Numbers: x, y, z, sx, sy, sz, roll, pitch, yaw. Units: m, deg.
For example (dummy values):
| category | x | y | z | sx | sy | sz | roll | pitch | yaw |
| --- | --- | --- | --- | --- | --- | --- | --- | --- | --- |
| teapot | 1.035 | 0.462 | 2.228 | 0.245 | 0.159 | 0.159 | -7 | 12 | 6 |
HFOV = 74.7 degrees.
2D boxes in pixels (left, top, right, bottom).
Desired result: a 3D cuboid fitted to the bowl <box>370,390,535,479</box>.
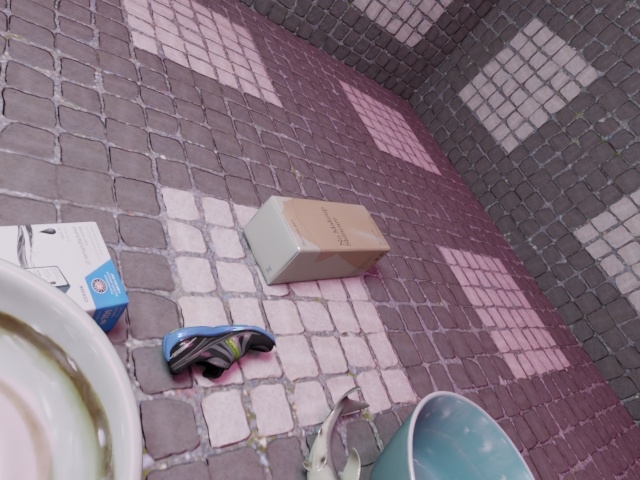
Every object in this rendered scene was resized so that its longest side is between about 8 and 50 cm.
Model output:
| category | x | y | z | sx | sy | sz | roll | pitch | yaw |
| --- | --- | --- | --- | --- | --- | --- | --- | --- | --- |
| bowl | 0.196 | 0.418 | 0.654 | 0.312 | 0.163 | 0.311 | 30 | 35 | -24 |

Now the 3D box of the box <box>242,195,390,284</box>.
| category | x | y | z | sx | sy | sz | roll | pitch | yaw |
| --- | --- | --- | --- | --- | --- | --- | --- | --- | --- |
| box | 0.000 | 0.000 | 0.940 | 0.311 | 0.121 | 0.148 | -1 | 55 | -49 |

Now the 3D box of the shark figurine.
| category | x | y | z | sx | sy | sz | roll | pitch | yaw |
| --- | --- | --- | --- | --- | --- | --- | --- | --- | --- |
| shark figurine | 0.029 | 0.360 | 0.625 | 0.116 | 0.166 | 0.278 | 60 | 7 | -24 |

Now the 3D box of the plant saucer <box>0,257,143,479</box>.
| category | x | y | z | sx | sy | sz | roll | pitch | yaw |
| --- | --- | --- | --- | --- | --- | --- | --- | --- | --- |
| plant saucer | -0.343 | 0.189 | 0.302 | 0.401 | 0.101 | 0.400 | 33 | 40 | -33 |

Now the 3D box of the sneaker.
| category | x | y | z | sx | sy | sz | roll | pitch | yaw |
| --- | --- | --- | --- | --- | --- | --- | --- | --- | --- |
| sneaker | -0.153 | 0.171 | 0.649 | 0.188 | 0.067 | 0.078 | 8 | 69 | -46 |

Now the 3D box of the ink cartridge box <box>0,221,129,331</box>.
| category | x | y | z | sx | sy | sz | roll | pitch | yaw |
| --- | --- | --- | --- | --- | --- | --- | --- | --- | --- |
| ink cartridge box | -0.362 | 0.057 | 0.514 | 0.191 | 0.082 | 0.139 | -7 | 59 | -52 |
